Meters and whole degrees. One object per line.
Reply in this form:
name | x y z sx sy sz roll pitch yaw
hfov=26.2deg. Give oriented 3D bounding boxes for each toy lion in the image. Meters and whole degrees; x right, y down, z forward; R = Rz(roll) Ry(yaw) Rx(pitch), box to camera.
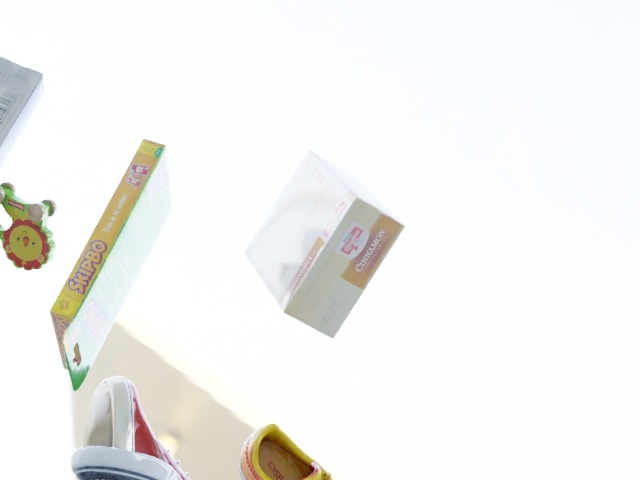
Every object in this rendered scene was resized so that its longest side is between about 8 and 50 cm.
toy lion | -0.372 -0.013 1.711 0.100 0.034 0.096 22 -69 17

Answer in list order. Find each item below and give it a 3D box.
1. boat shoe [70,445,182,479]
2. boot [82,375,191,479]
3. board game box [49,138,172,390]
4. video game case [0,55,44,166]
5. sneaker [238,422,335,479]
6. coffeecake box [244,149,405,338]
boat shoe | -0.129 0.214 0.995 0.065 0.083 0.183 -4 -31 20
boot | -0.163 0.267 1.533 0.176 0.244 0.088 7 -38 -31
board game box | -0.224 0.026 1.478 0.039 0.259 0.124 15 -33 8
video game case | -0.520 -0.144 1.739 0.244 0.269 0.061 25 -25 0
sneaker | -0.001 0.227 1.149 0.175 0.064 0.067 41 -32 9
coffeecake box | 0.000 0.000 1.478 0.068 0.142 0.185 29 9 -23
